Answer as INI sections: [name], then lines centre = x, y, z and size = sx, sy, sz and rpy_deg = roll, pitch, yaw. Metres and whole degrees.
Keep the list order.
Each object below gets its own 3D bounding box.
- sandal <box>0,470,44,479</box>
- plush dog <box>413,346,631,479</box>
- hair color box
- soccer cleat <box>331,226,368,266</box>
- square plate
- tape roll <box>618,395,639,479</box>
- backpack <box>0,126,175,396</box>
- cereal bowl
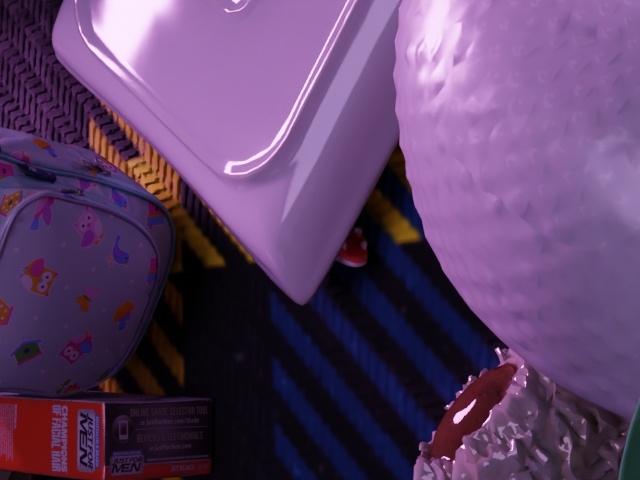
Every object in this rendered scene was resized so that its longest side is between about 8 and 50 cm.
[sandal]
centre = -0.255, 0.259, 1.179
size = 0.090, 0.060, 0.219
rpy_deg = 24, 89, 36
[plush dog]
centre = 0.141, 0.149, 0.715
size = 0.211, 0.262, 0.225
rpy_deg = 33, 120, 12
[hair color box]
centre = -0.161, 0.128, 1.069
size = 0.167, 0.093, 0.053
rpy_deg = -4, 85, 44
[soccer cleat]
centre = 0.000, 0.000, 0.973
size = 0.083, 0.029, 0.035
rpy_deg = 40, 122, 42
[square plate]
centre = -0.038, -0.194, 0.994
size = 0.347, 0.049, 0.344
rpy_deg = 44, 114, 41
[tape roll]
centre = 0.242, 0.095, 0.422
size = 0.321, 0.077, 0.321
rpy_deg = 12, 114, 28
[backpack]
centre = -0.183, 0.017, 1.038
size = 0.144, 0.188, 0.165
rpy_deg = 27, 101, 36
[cereal bowl]
centre = 0.184, -0.098, 0.598
size = 0.339, 0.141, 0.339
rpy_deg = -10, 48, 11
